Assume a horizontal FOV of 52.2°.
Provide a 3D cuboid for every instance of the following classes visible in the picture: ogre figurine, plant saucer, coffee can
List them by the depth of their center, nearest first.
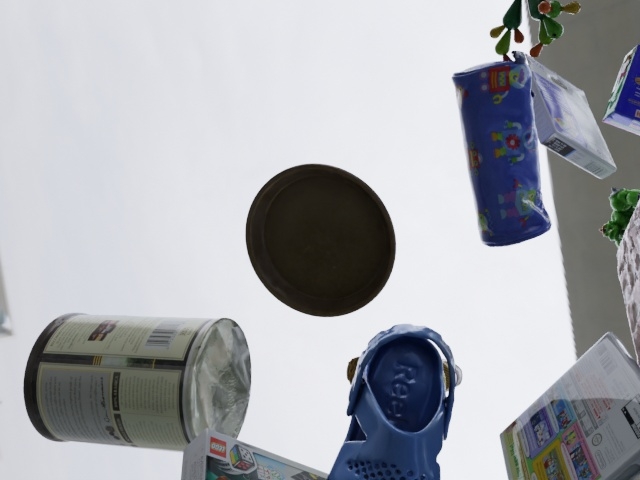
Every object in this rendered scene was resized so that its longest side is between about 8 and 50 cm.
[{"bbox_3d":[-0.270,0.215,0.996,0.275,0.201,0.202,0,-79,19],"label":"coffee can"},{"bbox_3d":[0.000,0.000,1.149,0.277,0.041,0.278,5,-74,17],"label":"plant saucer"},{"bbox_3d":[0.579,-0.020,1.179,0.097,0.197,0.118,-46,-146,-1],"label":"ogre figurine"}]

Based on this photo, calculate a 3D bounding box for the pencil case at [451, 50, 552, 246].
[{"bbox_3d":[0.301,-0.145,1.069,0.119,0.133,0.306,-159,-123,-75],"label":"pencil case"}]

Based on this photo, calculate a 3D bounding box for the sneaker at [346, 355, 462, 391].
[{"bbox_3d":[0.133,0.217,1.040,0.185,0.083,0.070,-1,-99,31],"label":"sneaker"}]

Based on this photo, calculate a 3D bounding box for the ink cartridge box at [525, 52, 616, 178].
[{"bbox_3d":[0.471,-0.240,1.266,0.045,0.206,0.208,-38,-134,40],"label":"ink cartridge box"}]

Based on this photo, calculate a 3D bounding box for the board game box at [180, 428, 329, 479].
[{"bbox_3d":[-0.007,0.335,0.680,0.053,0.305,0.193,-46,-150,26],"label":"board game box"}]

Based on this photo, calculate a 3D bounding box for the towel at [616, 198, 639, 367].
[{"bbox_3d":[0.356,0.043,0.600,0.332,0.053,0.317,83,12,-55],"label":"towel"}]

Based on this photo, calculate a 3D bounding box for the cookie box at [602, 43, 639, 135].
[{"bbox_3d":[0.451,-0.199,0.892,0.040,0.091,0.107,89,24,-79],"label":"cookie box"}]

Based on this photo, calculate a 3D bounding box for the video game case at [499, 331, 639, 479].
[{"bbox_3d":[0.276,0.211,0.705,0.023,0.212,0.193,38,-73,-3],"label":"video game case"}]

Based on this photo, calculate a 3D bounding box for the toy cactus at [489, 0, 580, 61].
[{"bbox_3d":[0.381,-0.438,1.198,0.219,0.112,0.181,-51,-124,55],"label":"toy cactus"}]

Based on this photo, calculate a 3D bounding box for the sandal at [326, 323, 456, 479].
[{"bbox_3d":[0.063,0.202,0.599,0.138,0.126,0.318,96,3,-52],"label":"sandal"}]
